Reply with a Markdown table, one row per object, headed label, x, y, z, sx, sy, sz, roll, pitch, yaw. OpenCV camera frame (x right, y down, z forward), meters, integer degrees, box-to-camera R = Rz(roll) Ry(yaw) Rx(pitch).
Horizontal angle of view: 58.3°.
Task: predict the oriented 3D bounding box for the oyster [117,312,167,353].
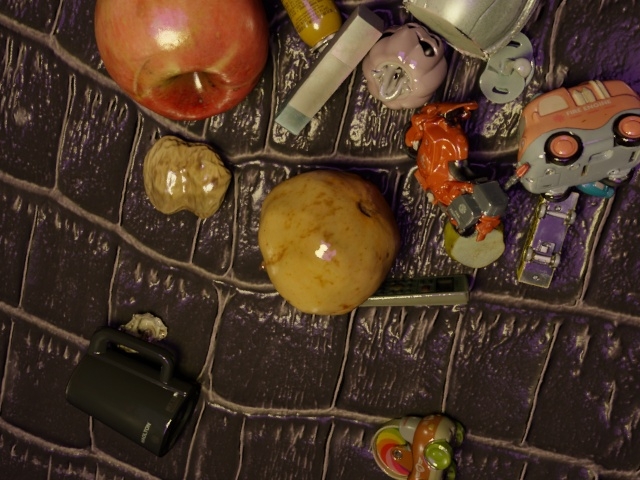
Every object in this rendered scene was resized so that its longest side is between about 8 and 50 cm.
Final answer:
| label | x | y | z | sx | sy | sz | roll | pitch | yaw |
| --- | --- | --- | --- | --- | --- | --- | --- | --- | --- |
| oyster | -0.509 | 0.257 | 1.590 | 0.166 | 0.053 | 0.108 | -34 | 121 | 10 |

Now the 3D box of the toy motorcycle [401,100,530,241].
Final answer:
| label | x | y | z | sx | sy | sz | roll | pitch | yaw |
| --- | --- | --- | --- | --- | --- | --- | --- | --- | --- |
| toy motorcycle | 0.285 | -0.166 | 1.204 | 0.325 | 0.148 | 0.221 | 62 | 149 | 22 |

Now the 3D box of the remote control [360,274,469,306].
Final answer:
| label | x | y | z | sx | sy | sz | roll | pitch | yaw |
| --- | --- | --- | --- | --- | --- | --- | --- | --- | --- |
| remote control | 0.207 | 0.119 | 1.364 | 0.286 | 0.123 | 0.038 | -2 | 105 | 15 |

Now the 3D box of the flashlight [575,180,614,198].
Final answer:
| label | x | y | z | sx | sy | sz | roll | pitch | yaw |
| --- | --- | --- | --- | --- | --- | --- | --- | --- | --- |
| flashlight | 0.579 | -0.128 | 1.260 | 0.129 | 0.051 | 0.051 | 22 | 108 | -1 |

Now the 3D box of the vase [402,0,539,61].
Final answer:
| label | x | y | z | sx | sy | sz | roll | pitch | yaw |
| --- | --- | --- | --- | --- | --- | --- | --- | --- | --- |
| vase | 0.356 | -0.590 | 1.085 | 0.250 | 0.250 | 0.445 | 32 | 102 | 2 |

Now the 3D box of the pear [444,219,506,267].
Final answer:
| label | x | y | z | sx | sy | sz | roll | pitch | yaw |
| --- | --- | --- | --- | --- | --- | --- | --- | --- | --- |
| pear | 0.348 | -0.015 | 1.307 | 0.141 | 0.104 | 0.141 | 1 | 129 | 1 |

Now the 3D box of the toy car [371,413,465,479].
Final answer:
| label | x | y | z | sx | sy | sz | roll | pitch | yaw |
| --- | --- | --- | --- | --- | --- | --- | --- | --- | --- |
| toy car | 0.238 | 0.539 | 1.471 | 0.235 | 0.145 | 0.235 | 6 | 102 | 28 |

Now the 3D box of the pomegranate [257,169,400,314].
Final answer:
| label | x | y | z | sx | sy | sz | roll | pitch | yaw |
| --- | --- | --- | --- | --- | --- | --- | --- | --- | --- |
| pomegranate | 0.000 | 0.000 | 1.287 | 0.343 | 0.342 | 0.342 | 3 | 105 | 11 |

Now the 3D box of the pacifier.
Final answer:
| label | x | y | z | sx | sy | sz | roll | pitch | yaw |
| --- | --- | --- | --- | --- | --- | --- | --- | --- | --- |
| pacifier | 0.407 | -0.360 | 1.202 | 0.127 | 0.116 | 0.150 | 12 | 104 | -18 |

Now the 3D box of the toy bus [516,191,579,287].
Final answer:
| label | x | y | z | sx | sy | sz | roll | pitch | yaw |
| --- | --- | --- | --- | --- | --- | --- | --- | --- | --- |
| toy bus | 0.510 | -0.009 | 1.289 | 0.081 | 0.074 | 0.226 | 13 | 107 | 10 |

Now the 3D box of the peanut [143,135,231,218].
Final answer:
| label | x | y | z | sx | sy | sz | roll | pitch | yaw |
| --- | --- | --- | --- | --- | --- | --- | --- | --- | --- |
| peanut | -0.329 | -0.153 | 1.414 | 0.233 | 0.110 | 0.196 | 10 | 101 | 9 |

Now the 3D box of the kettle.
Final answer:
| label | x | y | z | sx | sy | sz | roll | pitch | yaw |
| --- | --- | --- | --- | --- | --- | --- | --- | --- | --- |
| kettle | -0.506 | 0.406 | 1.538 | 0.308 | 0.203 | 0.262 | 24 | 141 | 8 |

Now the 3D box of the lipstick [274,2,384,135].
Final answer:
| label | x | y | z | sx | sy | sz | roll | pitch | yaw |
| --- | --- | --- | --- | --- | --- | --- | --- | --- | --- |
| lipstick | 0.012 | -0.361 | 1.244 | 0.068 | 0.066 | 0.317 | 31 | 133 | -19 |

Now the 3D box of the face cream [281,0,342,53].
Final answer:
| label | x | y | z | sx | sy | sz | roll | pitch | yaw |
| --- | --- | --- | --- | --- | --- | --- | --- | --- | --- |
| face cream | -0.044 | -0.553 | 1.251 | 0.105 | 0.105 | 0.348 | -27 | 97 | 17 |

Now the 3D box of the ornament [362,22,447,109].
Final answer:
| label | x | y | z | sx | sy | sz | roll | pitch | yaw |
| --- | --- | --- | --- | --- | --- | --- | --- | --- | --- |
| ornament | 0.174 | -0.362 | 1.211 | 0.178 | 0.177 | 0.177 | 3 | 105 | 11 |

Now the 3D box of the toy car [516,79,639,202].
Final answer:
| label | x | y | z | sx | sy | sz | roll | pitch | yaw |
| --- | --- | --- | --- | --- | --- | --- | --- | --- | --- |
| toy car | 0.522 | -0.221 | 1.171 | 0.271 | 0.180 | 0.212 | -16 | 63 | 10 |

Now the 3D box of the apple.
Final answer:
| label | x | y | z | sx | sy | sz | roll | pitch | yaw |
| --- | --- | --- | --- | --- | --- | --- | --- | --- | --- |
| apple | -0.286 | -0.452 | 1.204 | 0.364 | 0.364 | 0.363 | 3 | 105 | 11 |
